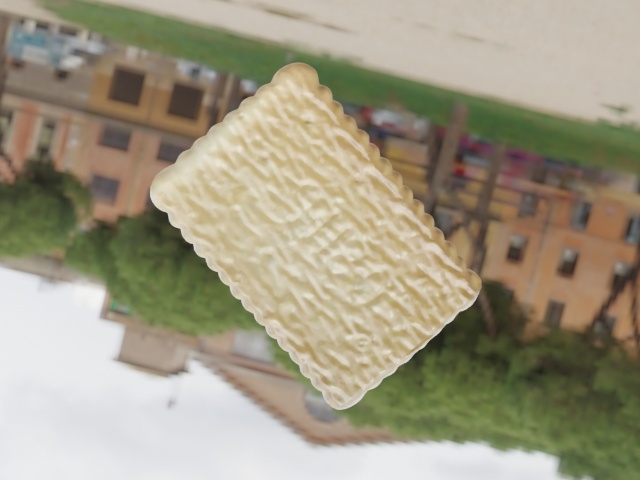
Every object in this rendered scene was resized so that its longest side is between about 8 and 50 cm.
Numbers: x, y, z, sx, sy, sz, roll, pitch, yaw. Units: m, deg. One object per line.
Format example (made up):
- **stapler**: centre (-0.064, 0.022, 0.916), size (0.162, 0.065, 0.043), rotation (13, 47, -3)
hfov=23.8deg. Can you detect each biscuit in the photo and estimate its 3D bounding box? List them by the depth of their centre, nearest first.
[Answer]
- **biscuit**: centre (0.000, 0.000, 1.166), size (0.249, 0.160, 0.030), rotation (49, 179, -21)
